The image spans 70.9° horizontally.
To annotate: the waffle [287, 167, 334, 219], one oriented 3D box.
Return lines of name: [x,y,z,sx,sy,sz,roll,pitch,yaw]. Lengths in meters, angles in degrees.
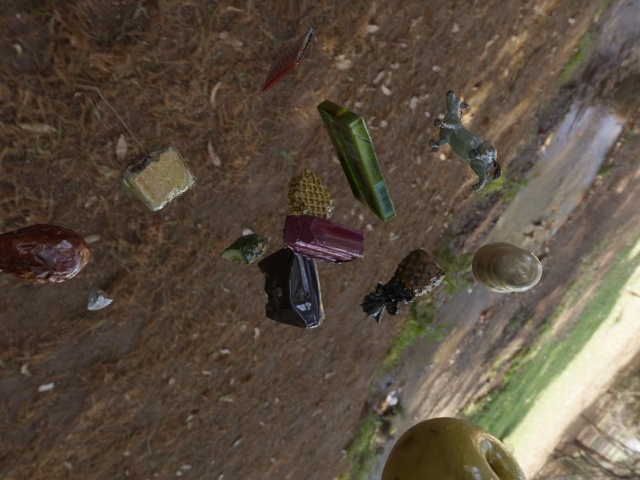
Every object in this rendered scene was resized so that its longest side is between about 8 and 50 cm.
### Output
waffle: [-0.039,-0.145,1.604,0.193,0.070,0.197,40,47,-27]

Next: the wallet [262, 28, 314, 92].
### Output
wallet: [-0.089,-0.464,1.169,0.020,0.197,0.103,30,68,-28]

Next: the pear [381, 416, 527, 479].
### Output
pear: [0.307,0.587,1.042,0.348,0.348,0.348,-28,137,-29]

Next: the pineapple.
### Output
pineapple: [0.229,0.136,1.276,0.248,0.128,0.128,-42,144,6]

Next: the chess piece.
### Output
chess piece: [0.528,0.075,1.268,0.167,0.167,0.300,-56,168,5]

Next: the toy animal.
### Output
toy animal: [0.306,-0.214,0.947,0.176,0.217,0.073,-27,163,-42]

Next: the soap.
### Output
soap: [0.000,0.000,1.321,0.250,0.162,0.099,16,74,-39]

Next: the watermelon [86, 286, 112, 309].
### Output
watermelon: [-0.789,0.209,1.588,0.085,0.085,0.061,-20,166,-36]

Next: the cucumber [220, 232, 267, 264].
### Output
cucumber: [-0.146,0.007,0.905,0.107,0.067,0.035,-51,148,-56]

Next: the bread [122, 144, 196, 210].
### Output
bread: [-0.343,-0.133,0.954,0.125,0.082,0.106,-40,130,-17]

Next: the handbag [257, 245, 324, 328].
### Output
handbag: [-0.142,0.192,1.840,0.152,0.288,0.342,-7,88,-46]

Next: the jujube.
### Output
jujube: [-0.898,0.044,1.444,0.291,0.197,0.197,2,129,0]

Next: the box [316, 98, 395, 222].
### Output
box: [0.096,-0.202,1.162,0.043,0.173,0.311,-34,129,-7]

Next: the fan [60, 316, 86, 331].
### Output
fan: [-0.715,0.244,1.297,0.060,0.080,0.003,-26,98,3]
